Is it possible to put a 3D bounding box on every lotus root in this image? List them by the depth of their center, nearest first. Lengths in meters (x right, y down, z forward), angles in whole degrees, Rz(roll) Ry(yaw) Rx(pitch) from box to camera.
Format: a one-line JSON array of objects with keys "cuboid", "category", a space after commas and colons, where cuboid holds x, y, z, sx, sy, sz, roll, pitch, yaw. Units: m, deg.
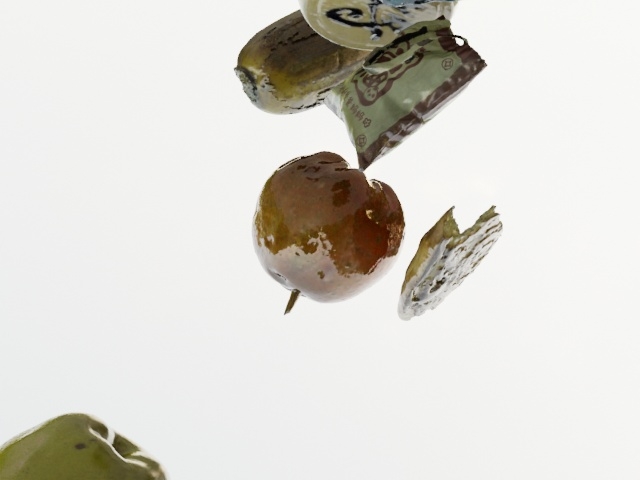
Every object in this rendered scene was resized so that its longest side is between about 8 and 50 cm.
[{"cuboid": [0.002, -0.383, 2.621, 0.397, 0.195, 0.179, -30, -152, -25], "category": "lotus root"}]

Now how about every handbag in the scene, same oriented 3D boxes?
[{"cuboid": [0.117, -0.227, 1.903, 0.235, 0.127, 0.213, -40, -150, 10], "category": "handbag"}]

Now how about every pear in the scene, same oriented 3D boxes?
[{"cuboid": [-0.325, 0.372, 1.634, 0.294, 0.294, 0.294, -3, -154, 1], "category": "pear"}]

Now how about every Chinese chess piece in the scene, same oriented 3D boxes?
[{"cuboid": [0.090, -0.396, 1.998, 0.257, 0.257, 0.104, 0, -114, 7], "category": "Chinese chess piece"}]

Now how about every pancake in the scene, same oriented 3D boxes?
[{"cuboid": [0.199, 0.033, 2.140, 0.056, 0.257, 0.212, 46, -173, 23], "category": "pancake"}]

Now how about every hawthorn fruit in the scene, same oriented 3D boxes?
[{"cuboid": [0.000, 0.000, 2.299, 0.277, 0.298, 0.277, 29, -179, -1], "category": "hawthorn fruit"}]

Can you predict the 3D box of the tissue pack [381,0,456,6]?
[{"cuboid": [0.146, -0.496, 1.395, 0.253, 0.416, 0.264, -1, -133, 15], "category": "tissue pack"}]
